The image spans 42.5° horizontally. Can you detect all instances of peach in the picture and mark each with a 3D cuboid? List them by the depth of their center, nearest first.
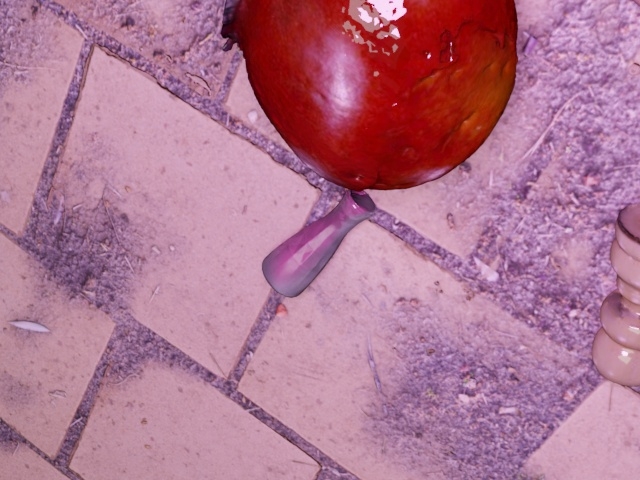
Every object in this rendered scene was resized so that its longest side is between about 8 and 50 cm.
[{"bbox_3d":[0.076,-0.275,1.016,0.353,0.339,0.417,14,138,44],"label":"peach"}]

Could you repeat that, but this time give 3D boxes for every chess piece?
[{"bbox_3d":[0.449,0.089,1.144,0.142,0.143,0.261,18,125,17],"label":"chess piece"}]

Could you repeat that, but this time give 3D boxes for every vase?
[{"bbox_3d":[0.000,0.000,1.341,0.086,0.086,0.214,47,118,0],"label":"vase"}]

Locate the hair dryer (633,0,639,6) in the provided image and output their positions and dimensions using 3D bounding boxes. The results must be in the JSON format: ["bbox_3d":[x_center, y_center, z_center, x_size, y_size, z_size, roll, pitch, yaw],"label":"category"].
[{"bbox_3d":[0.347,-0.345,0.984,0.344,0.189,0.107,34,121,-9],"label":"hair dryer"}]
